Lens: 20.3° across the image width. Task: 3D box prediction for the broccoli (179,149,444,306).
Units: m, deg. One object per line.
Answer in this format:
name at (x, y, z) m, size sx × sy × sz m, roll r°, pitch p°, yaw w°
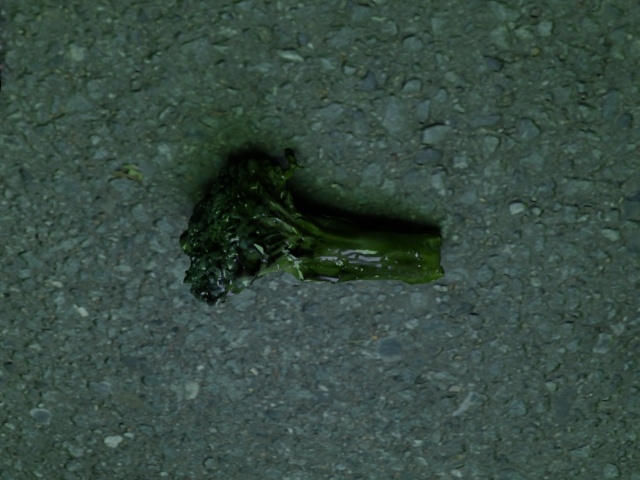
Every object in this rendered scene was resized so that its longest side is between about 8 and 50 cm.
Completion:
broccoli at (-0.001, 0.008, 1.976) m, size 0.304 × 0.145 × 0.165 m, roll 5°, pitch 140°, yaw -22°
